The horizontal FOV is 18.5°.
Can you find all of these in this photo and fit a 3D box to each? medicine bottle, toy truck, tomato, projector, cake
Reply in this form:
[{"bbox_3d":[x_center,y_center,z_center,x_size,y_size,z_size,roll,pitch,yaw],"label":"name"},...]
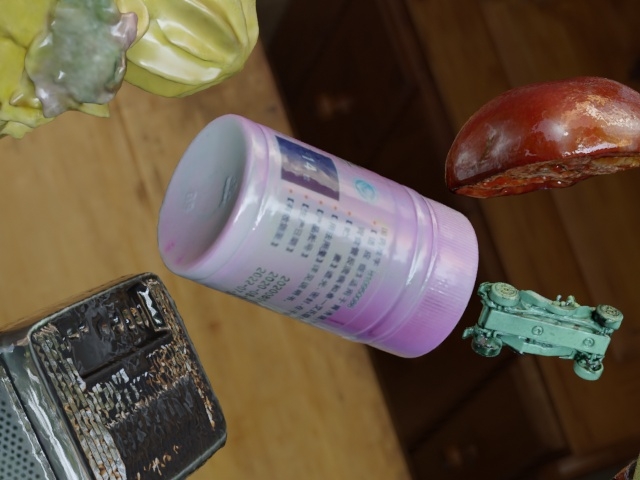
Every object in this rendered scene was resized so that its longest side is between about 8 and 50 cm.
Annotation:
[{"bbox_3d":[0.000,0.000,1.750,0.254,0.152,0.152,22,143,-30],"label":"medicine bottle"},{"bbox_3d":[0.227,0.080,2.011,0.154,0.078,0.080,12,120,-8],"label":"toy truck"},{"bbox_3d":[0.194,-0.088,1.574,0.174,0.082,0.166,-4,171,-40],"label":"tomato"},{"bbox_3d":[-0.339,0.225,1.953,0.405,0.242,0.395,-25,180,17],"label":"projector"},{"bbox_3d":[-0.183,-0.200,1.287,0.222,0.286,0.227,-57,171,34],"label":"cake"}]

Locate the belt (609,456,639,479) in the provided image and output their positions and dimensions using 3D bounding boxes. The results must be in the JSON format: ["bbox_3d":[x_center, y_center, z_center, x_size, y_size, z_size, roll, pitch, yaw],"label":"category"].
[{"bbox_3d":[0.443,0.359,2.037,0.126,0.359,0.094,-47,180,-36],"label":"belt"}]

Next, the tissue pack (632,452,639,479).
[{"bbox_3d":[0.384,0.258,1.870,0.159,0.234,0.125,24,165,-21],"label":"tissue pack"}]
